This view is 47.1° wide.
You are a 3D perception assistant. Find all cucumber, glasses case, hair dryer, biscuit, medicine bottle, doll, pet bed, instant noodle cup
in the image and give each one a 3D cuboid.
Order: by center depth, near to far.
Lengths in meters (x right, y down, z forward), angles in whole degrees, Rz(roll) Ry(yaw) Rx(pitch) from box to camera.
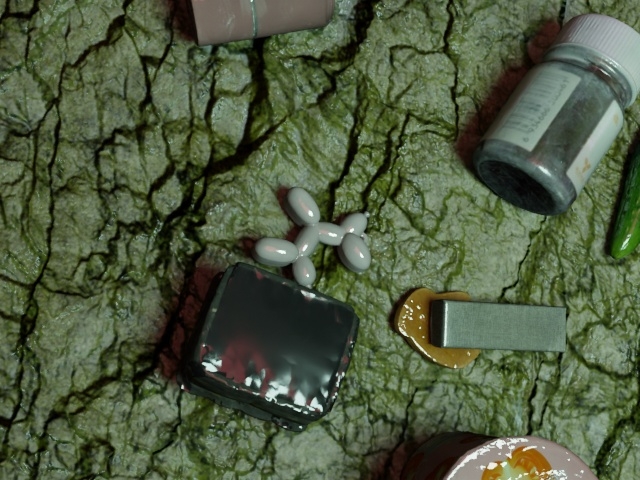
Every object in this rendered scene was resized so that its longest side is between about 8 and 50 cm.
[{"bbox_3d":[0.225,0.365,0.978,0.242,0.231,0.243,1,84,-8],"label":"instant noodle cup"},{"bbox_3d":[-0.073,0.150,1.008,0.210,0.159,0.183,21,70,-10],"label":"pet bed"},{"bbox_3d":[-0.107,-0.469,1.042,0.210,0.125,0.353,-12,107,-10],"label":"hair dryer"},{"bbox_3d":[0.000,0.000,1.074,0.160,0.059,0.161,34,68,-4],"label":"doll"},{"bbox_3d":[0.265,0.127,1.089,0.204,0.047,0.071,4,84,-17],"label":"glasses case"},{"bbox_3d":[0.363,-0.186,1.097,0.165,0.165,0.273,37,79,-2],"label":"medicine bottle"},{"bbox_3d":[0.184,0.125,1.106,0.140,0.023,0.118,44,74,-3],"label":"biscuit"},{"bbox_3d":[0.508,-0.085,1.159,0.056,0.056,0.250,19,84,-5],"label":"cucumber"}]
